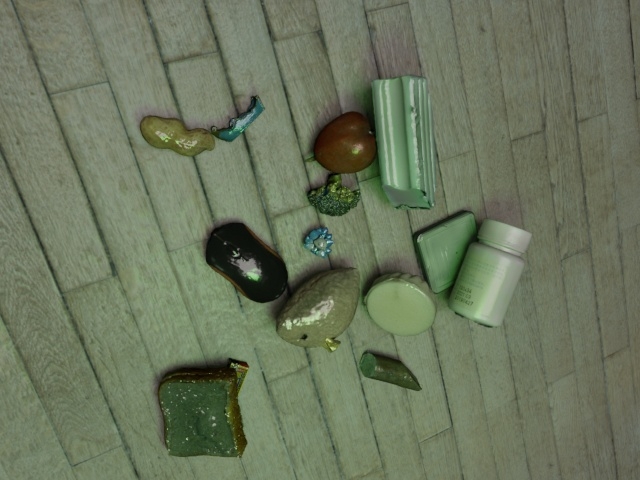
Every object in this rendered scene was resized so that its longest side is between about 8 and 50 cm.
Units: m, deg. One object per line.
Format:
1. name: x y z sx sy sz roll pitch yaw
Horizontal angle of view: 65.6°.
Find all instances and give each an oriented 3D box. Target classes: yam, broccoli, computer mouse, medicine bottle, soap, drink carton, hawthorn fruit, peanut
1. yam: 0.283 0.510 1.924 0.259 0.106 0.106 20 93 -23
2. broccoli: 0.046 -0.162 1.712 0.154 0.167 0.160 21 62 -53
3. computer mouse: -0.236 0.079 1.651 0.323 0.116 0.183 43 79 -21
4. medicine bottle: 0.640 0.124 1.877 0.213 0.213 0.379 18 96 -22
5. soap: 0.294 -0.320 1.684 0.156 0.261 0.446 -2 104 24
6. drink carton: -0.312 0.500 1.730 0.071 0.056 0.166 21 92 -26
7. hawthorn fruit: 0.064 -0.314 1.661 0.251 0.199 0.199 -19 107 3
8. peanut: -0.435 -0.316 1.518 0.227 0.085 0.104 16 92 -23

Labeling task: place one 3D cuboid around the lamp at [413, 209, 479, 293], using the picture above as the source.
1. lamp: 0.510 0.046 1.950 0.269 0.047 0.266 -25 111 -15

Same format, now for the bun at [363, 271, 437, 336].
1. bun: 0.308 0.207 1.841 0.263 0.263 0.175 59 35 -19

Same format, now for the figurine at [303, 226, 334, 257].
1. figurine: 0.000 0.000 1.738 0.114 0.079 0.114 -2 98 -13

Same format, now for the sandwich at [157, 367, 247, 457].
1. sandwich: -0.396 0.571 1.650 0.271 0.099 0.301 -4 103 2

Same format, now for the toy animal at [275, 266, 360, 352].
1. toy animal: 0.012 0.235 1.730 0.358 0.188 0.226 -39 121 -10

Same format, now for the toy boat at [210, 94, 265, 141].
1. toy boat: -0.262 -0.388 1.573 0.185 0.075 0.077 -46 114 -2
